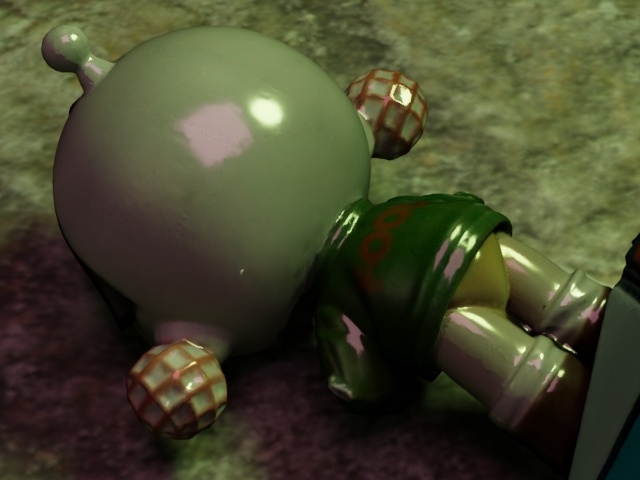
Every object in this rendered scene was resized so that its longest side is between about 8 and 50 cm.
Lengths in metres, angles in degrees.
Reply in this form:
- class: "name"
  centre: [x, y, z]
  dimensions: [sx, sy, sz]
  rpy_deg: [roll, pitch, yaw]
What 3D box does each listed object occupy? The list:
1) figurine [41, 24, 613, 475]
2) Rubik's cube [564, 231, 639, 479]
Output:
- class: "figurine"
  centre: [0.000, 0.000, 1.044]
  dimensions: [0.370, 0.167, 0.281]
  rpy_deg: [29, 59, 13]
- class: "Rubik's cube"
  centre: [0.277, 0.084, 0.865]
  dimensions: [0.248, 0.250, 0.246]
  rpy_deg: [25, 50, -7]
